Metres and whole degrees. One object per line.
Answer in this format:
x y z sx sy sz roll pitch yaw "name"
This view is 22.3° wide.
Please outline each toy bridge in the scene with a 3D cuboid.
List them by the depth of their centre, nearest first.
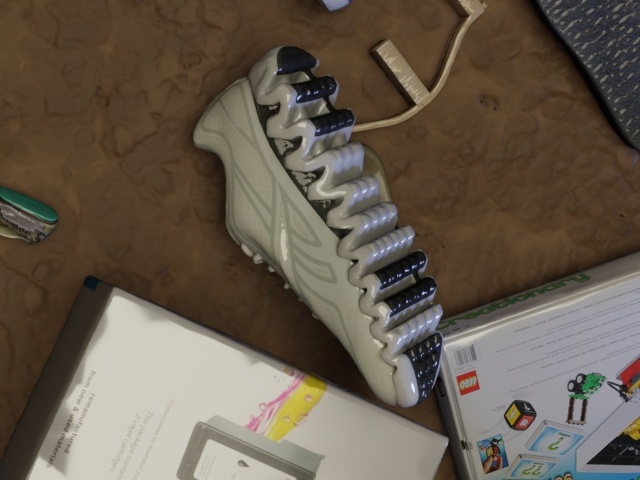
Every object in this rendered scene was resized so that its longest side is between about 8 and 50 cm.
0.066 -0.135 1.321 0.188 0.026 0.063 -40 102 -9 "toy bridge"

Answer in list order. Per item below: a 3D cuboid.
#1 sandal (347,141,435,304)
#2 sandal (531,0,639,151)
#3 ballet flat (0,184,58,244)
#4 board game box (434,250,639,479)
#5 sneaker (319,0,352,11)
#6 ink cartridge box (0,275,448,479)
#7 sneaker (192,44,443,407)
0.047 0.008 1.310 0.072 0.049 0.180 -18 97 -12 "sandal"
0.230 -0.186 1.350 0.097 0.054 0.254 -27 107 -3 "sandal"
-0.258 -0.031 1.247 0.114 0.041 0.041 33 85 -11 "ballet flat"
0.249 0.117 1.345 0.305 0.053 0.193 -18 106 -12 "board game box"
0.030 -0.314 1.219 0.161 0.102 0.282 -17 124 -3 "sneaker"
-0.084 0.171 1.211 0.270 0.198 0.197 25 85 -13 "ink cartridge box"
0.000 0.000 1.253 0.118 0.110 0.292 -29 81 25 "sneaker"
